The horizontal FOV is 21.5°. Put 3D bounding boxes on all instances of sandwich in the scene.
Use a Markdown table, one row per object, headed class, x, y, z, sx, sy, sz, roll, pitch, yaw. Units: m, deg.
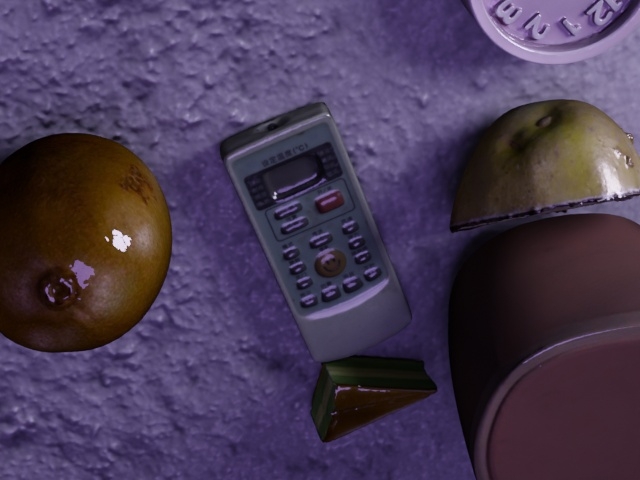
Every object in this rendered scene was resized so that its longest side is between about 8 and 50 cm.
| class | x | y | z | sx | sy | sz | roll | pitch | yaw |
| --- | --- | --- | --- | --- | --- | --- | --- | --- | --- |
| sandwich | 0.057 | 0.172 | 1.807 | 0.116 | 0.074 | 0.074 | 4 | 115 | -14 |

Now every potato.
| class | x | y | z | sx | sy | sz | roll | pitch | yaw |
| --- | --- | --- | --- | --- | --- | --- | --- | --- | --- |
| potato | 0.223 | -0.080 | 1.675 | 0.202 | 0.182 | 0.117 | -11 | 91 | 28 |

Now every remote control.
| class | x | y | z | sx | sy | sz | roll | pitch | yaw |
| --- | --- | --- | --- | --- | --- | --- | --- | --- | --- |
| remote control | 0.000 | 0.000 | 1.722 | 0.123 | 0.038 | 0.285 | -21 | 120 | 0 |

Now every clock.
| class | x | y | z | sx | sy | sz | roll | pitch | yaw |
| --- | --- | --- | --- | --- | --- | --- | --- | --- | --- |
| clock | 0.226 | -0.269 | 1.603 | 0.197 | 0.068 | 0.197 | -5 | 119 | -9 |

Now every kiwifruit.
| class | x | y | z | sx | sy | sz | roll | pitch | yaw |
| --- | --- | --- | --- | --- | --- | --- | --- | --- | --- |
| kiwifruit | -0.232 | 0.004 | 1.568 | 0.196 | 0.234 | 0.196 | -2 | 109 | -6 |

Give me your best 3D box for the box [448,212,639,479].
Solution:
| class | x | y | z | sx | sy | sz | roll | pitch | yaw |
| --- | --- | --- | --- | --- | --- | --- | --- | --- | --- |
| box | 0.273 | 0.120 | 1.721 | 0.301 | 0.216 | 0.301 | -6 | 130 | -7 |
